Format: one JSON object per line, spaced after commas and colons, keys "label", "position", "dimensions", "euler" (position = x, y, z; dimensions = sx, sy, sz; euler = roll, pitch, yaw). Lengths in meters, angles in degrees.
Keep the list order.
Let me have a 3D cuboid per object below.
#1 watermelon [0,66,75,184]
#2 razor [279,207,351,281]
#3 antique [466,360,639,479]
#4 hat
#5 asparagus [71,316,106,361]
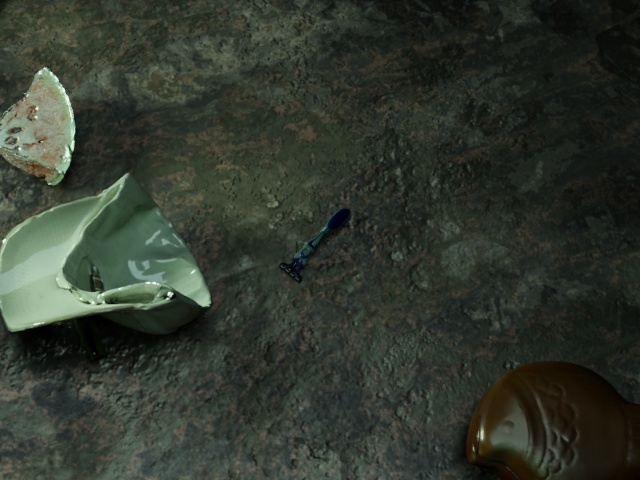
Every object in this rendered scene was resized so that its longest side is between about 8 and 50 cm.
{"label": "watermelon", "position": [-0.455, -0.173, 2.035], "dimensions": [0.139, 0.071, 0.187], "euler": [-10, 76, -5]}
{"label": "razor", "position": [0.000, -0.001, 2.047], "dimensions": [0.044, 0.028, 0.154], "euler": [40, 67, 9]}
{"label": "antique", "position": [0.354, 0.297, 1.916], "dimensions": [0.278, 0.129, 0.224], "euler": [2, 66, -8]}
{"label": "hat", "position": [-0.323, 0.068, 1.897], "dimensions": [0.301, 0.168, 0.258], "euler": [-19, 50, -9]}
{"label": "asparagus", "position": [-0.369, 0.108, 1.941], "dimensions": [0.036, 0.030, 0.165], "euler": [-28, 73, -10]}
